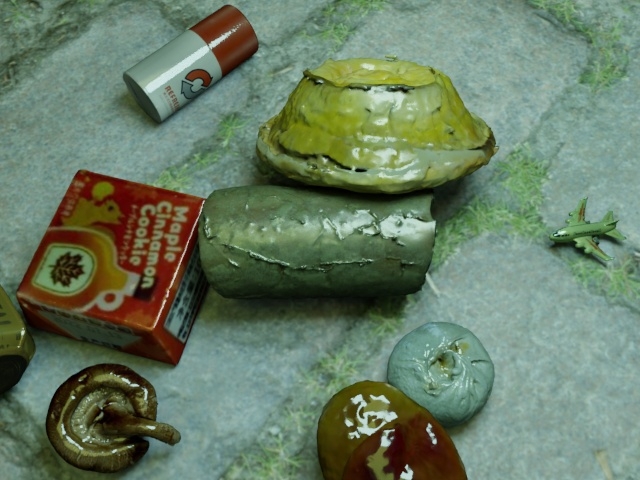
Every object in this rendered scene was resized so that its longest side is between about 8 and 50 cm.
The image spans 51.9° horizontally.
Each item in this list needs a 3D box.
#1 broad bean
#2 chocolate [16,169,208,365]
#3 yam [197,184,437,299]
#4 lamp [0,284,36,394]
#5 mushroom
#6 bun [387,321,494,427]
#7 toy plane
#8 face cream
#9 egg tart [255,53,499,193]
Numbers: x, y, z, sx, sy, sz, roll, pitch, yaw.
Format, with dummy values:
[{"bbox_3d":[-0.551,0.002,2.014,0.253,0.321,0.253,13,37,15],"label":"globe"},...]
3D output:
[{"bbox_3d":[0.087,0.274,0.771,0.156,0.122,0.228,-30,77,5],"label":"broad bean"},{"bbox_3d":[-0.276,0.027,0.929,0.234,0.108,0.237,14,64,8],"label":"chocolate"},{"bbox_3d":[0.000,0.000,0.896,0.304,0.168,0.168,-2,64,2],"label":"yam"},{"bbox_3d":[-0.478,0.117,0.862,0.161,0.161,0.185,-39,69,-16],"label":"lamp"},{"bbox_3d":[-0.261,0.231,0.842,0.170,0.080,0.135,16,78,9],"label":"mushroom"},{"bbox_3d":[0.158,0.168,0.852,0.140,0.083,0.141,-2,61,3],"label":"bun"},{"bbox_3d":[0.384,-0.012,0.955,0.111,0.040,0.102,-12,62,-3],"label":"toy plane"},{"bbox_3d":[-0.212,-0.295,1.090,0.214,0.096,0.096,-41,69,-16],"label":"face cream"},{"bbox_3d":[0.079,-0.181,0.931,0.345,0.132,0.345,0,27,0],"label":"egg tart"}]
